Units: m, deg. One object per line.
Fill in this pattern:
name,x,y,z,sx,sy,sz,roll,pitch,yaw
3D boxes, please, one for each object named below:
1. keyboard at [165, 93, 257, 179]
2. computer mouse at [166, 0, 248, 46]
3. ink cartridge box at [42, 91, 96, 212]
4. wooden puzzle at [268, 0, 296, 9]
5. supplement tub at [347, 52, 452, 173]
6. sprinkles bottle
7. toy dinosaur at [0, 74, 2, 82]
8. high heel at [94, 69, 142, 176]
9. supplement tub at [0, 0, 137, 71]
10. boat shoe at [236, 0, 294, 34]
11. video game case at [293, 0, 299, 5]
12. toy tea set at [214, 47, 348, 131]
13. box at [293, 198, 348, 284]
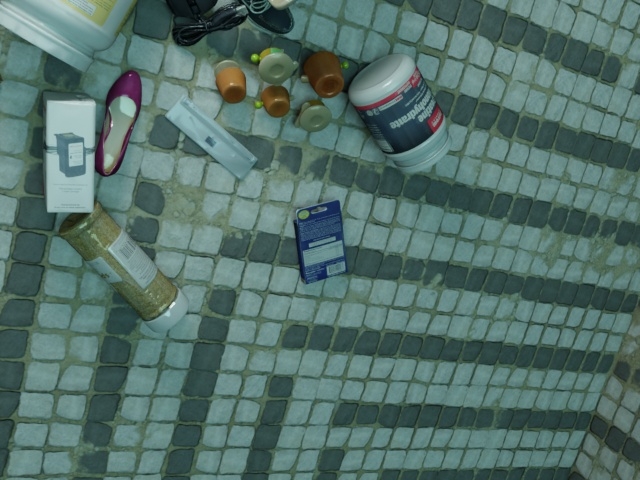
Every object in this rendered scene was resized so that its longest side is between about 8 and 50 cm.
keyboard,-0.268,-0.254,1.705,0.072,0.014,0.256,-48,121,3
computer mouse,-0.291,-0.579,1.511,0.188,0.072,0.272,-18,114,10
ink cartridge box,-0.551,-0.197,1.496,0.100,0.172,0.237,-1,108,-25
wooden puzzle,-0.056,-0.688,1.510,0.322,0.348,0.080,-36,164,-9
supplement tub,0.212,-0.332,1.798,0.191,0.191,0.272,-41,120,-7
sprinkles bottle,-0.469,0.068,1.662,0.121,0.121,0.355,-40,120,-7
toy dinosaur,-0.768,-0.306,1.418,0.211,0.064,0.112,-32,120,-11
high heel,-0.455,-0.264,1.549,0.082,0.117,0.244,23,97,-30
supplement tub,-0.482,-0.533,1.368,0.241,0.241,0.331,29,94,-31
boat shoe,-0.147,-0.579,1.602,0.095,0.079,0.254,-49,122,-6
video game case,-0.076,-0.650,1.597,0.143,0.019,0.157,39,62,-25
toy tea set,-0.095,-0.402,1.696,0.336,0.124,0.200,11,133,-31
box,0.000,0.000,1.907,0.136,0.036,0.225,-15,115,-20
